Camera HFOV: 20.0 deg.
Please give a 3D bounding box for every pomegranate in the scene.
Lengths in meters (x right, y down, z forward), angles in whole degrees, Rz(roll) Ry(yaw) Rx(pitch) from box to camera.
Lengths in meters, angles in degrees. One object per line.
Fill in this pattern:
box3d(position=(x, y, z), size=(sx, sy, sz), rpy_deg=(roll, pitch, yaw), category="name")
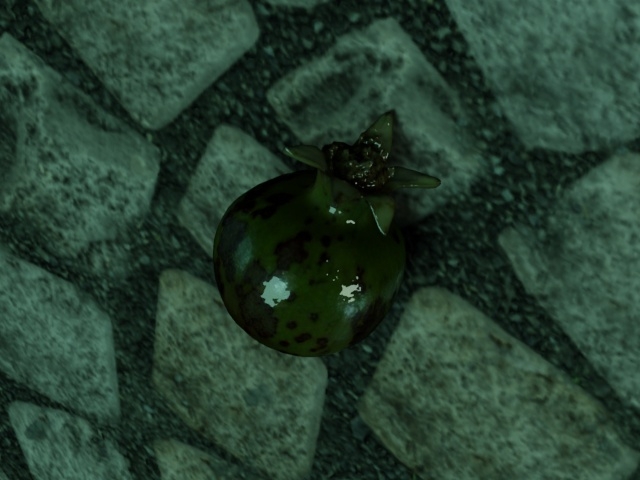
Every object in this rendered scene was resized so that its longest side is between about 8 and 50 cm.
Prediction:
box3d(position=(0.002, 0.007, 1.278), size=(0.148, 0.148, 0.169), rpy_deg=(45, 143, 2), category="pomegranate")
